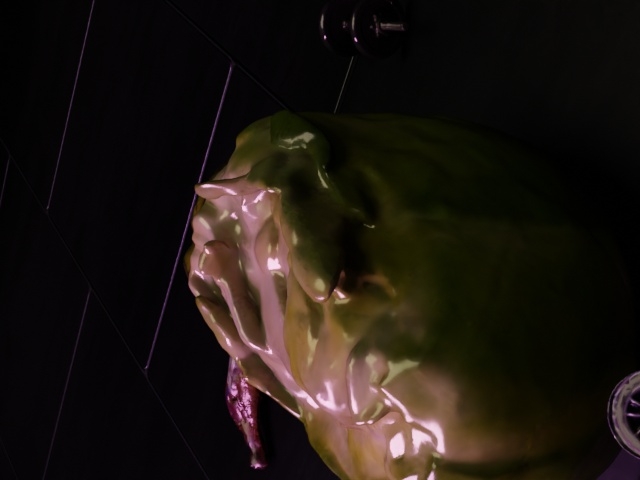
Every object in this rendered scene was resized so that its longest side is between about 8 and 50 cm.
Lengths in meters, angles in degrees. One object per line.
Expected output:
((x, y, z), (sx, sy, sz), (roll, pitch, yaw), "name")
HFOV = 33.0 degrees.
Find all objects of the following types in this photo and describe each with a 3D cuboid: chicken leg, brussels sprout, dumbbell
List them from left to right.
((-0.079, 0.168, 1.300), (0.093, 0.053, 0.205), (19, 109, 40), "chicken leg")
((0.043, -0.222, 1.112), (0.147, 0.069, 0.069), (19, 104, 55), "dumbbell")
((0.076, 0.053, 0.846), (0.371, 0.314, 0.276), (38, 131, 32), "brussels sprout")

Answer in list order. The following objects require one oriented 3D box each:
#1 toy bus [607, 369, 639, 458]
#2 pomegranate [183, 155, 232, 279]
((0.273, 0.216, 0.680), (0.151, 0.145, 0.331), (0, 89, 32), "toy bus")
((-0.010, -0.002, 1.060), (0.276, 0.204, 0.222), (-17, 73, 54), "pomegranate")
